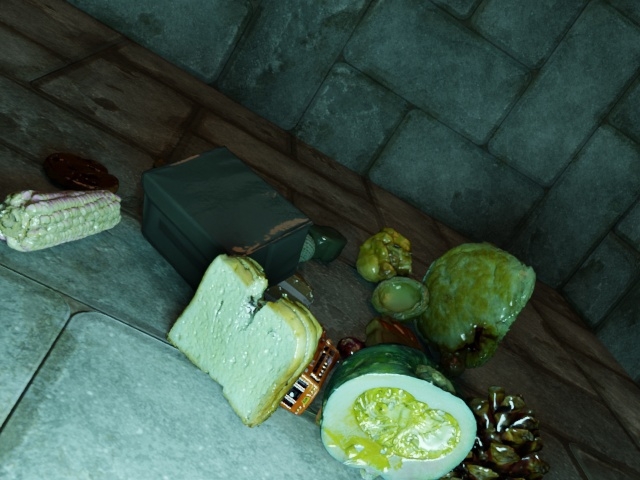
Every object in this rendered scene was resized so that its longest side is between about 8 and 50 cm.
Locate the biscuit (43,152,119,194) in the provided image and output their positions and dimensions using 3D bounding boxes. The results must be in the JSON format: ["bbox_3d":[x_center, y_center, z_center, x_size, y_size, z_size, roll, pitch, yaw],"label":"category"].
[{"bbox_3d":[-0.620,-0.167,1.688,0.192,0.049,0.192,23,21,-10],"label":"biscuit"}]

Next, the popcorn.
[{"bbox_3d":[0.224,0.067,2.312,0.190,0.191,0.253,15,30,-11],"label":"popcorn"}]

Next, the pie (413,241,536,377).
[{"bbox_3d":[0.478,0.186,2.046,0.181,0.418,0.395,24,21,-30],"label":"pie"}]

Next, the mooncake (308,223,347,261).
[{"bbox_3d":[0.000,0.000,2.230,0.175,0.104,0.168,26,22,-15],"label":"mooncake"}]

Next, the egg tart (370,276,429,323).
[{"bbox_3d":[0.260,0.196,2.095,0.197,0.197,0.078,52,-17,45],"label":"egg tart"}]

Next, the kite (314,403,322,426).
[{"bbox_3d":[0.123,0.420,1.491,0.378,0.013,0.327,18,23,-39],"label":"kite"}]

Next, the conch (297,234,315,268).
[{"bbox_3d":[-0.084,0.019,2.050,0.135,0.102,0.153,19,19,2],"label":"conch"}]

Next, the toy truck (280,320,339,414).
[{"bbox_3d":[-0.034,0.276,1.440,0.114,0.107,0.253,36,19,4],"label":"toy truck"}]

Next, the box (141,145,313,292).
[{"bbox_3d":[-0.236,-0.032,1.584,0.251,0.204,0.345,-28,59,-37],"label":"box"}]

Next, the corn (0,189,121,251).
[{"bbox_3d":[-0.551,-0.050,1.400,0.127,0.126,0.335,37,14,10],"label":"corn"}]

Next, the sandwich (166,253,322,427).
[{"bbox_3d":[-0.143,0.183,1.261,0.273,0.249,0.095,41,21,22],"label":"sandwich"}]

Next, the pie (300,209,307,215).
[{"bbox_3d":[-0.191,-0.103,2.100,0.297,0.078,0.371,20,6,29],"label":"pie"}]

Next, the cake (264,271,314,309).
[{"bbox_3d":[-0.130,0.093,1.736,0.295,0.115,0.113,42,20,25],"label":"cake"}]

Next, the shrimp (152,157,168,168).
[{"bbox_3d":[-0.459,-0.191,2.046,0.187,0.051,0.132,43,1,13],"label":"shrimp"}]

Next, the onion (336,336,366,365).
[{"bbox_3d":[0.087,0.289,1.638,0.107,0.097,0.107,53,-3,4],"label":"onion"}]

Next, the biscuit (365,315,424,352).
[{"bbox_3d":[0.245,0.349,1.670,0.381,0.074,0.358,24,34,-52],"label":"biscuit"}]

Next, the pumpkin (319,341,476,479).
[{"bbox_3d":[0.152,0.339,1.334,0.293,0.263,0.197,27,19,-3],"label":"pumpkin"}]

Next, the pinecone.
[{"bbox_3d":[0.380,0.463,1.420,0.244,0.244,0.309,29,58,-15],"label":"pinecone"}]
